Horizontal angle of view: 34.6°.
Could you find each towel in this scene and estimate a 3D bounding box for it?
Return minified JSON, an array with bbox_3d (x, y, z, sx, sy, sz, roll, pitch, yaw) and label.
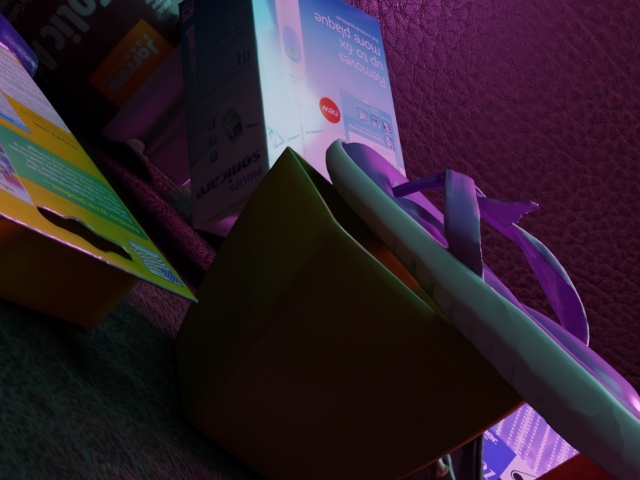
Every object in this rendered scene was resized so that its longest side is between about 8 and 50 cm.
[{"bbox_3d":[0.327,0.312,1.415,0.336,0.040,0.243,43,44,-10],"label":"towel"}]

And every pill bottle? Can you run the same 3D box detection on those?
[{"bbox_3d":[-0.255,-0.263,1.252,0.392,0.224,0.224,42,7,-12],"label":"pill bottle"}]

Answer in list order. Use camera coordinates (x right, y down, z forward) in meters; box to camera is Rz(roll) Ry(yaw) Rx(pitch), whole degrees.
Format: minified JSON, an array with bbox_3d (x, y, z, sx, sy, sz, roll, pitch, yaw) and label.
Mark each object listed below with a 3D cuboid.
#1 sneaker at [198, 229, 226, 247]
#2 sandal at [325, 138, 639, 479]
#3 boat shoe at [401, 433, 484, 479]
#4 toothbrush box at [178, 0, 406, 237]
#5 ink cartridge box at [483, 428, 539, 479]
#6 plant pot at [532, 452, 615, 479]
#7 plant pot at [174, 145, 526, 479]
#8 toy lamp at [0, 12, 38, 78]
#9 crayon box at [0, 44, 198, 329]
[{"bbox_3d":[-0.048,0.018,1.337,0.226,0.086,0.163,44,10,7],"label":"sneaker"},{"bbox_3d":[0.140,0.023,0.771,0.169,0.102,0.416,38,9,-41],"label":"sandal"},{"bbox_3d":[0.116,0.141,0.978,0.113,0.105,0.306,44,33,-18],"label":"boat shoe"},{"bbox_3d":[-0.030,-0.137,1.133,0.216,0.126,0.295,20,54,-41],"label":"toothbrush box"},{"bbox_3d":[0.217,0.297,1.240,0.207,0.046,0.097,45,30,12],"label":"ink cartridge box"},{"bbox_3d":[0.303,0.325,0.942,0.267,0.267,0.235,33,26,-58],"label":"plant pot"},{"bbox_3d":[0.000,0.083,0.818,0.212,0.187,0.212,42,7,-22],"label":"plant pot"},{"bbox_3d":[-0.378,-0.225,0.935,0.275,0.080,0.080,39,9,-41],"label":"toy lamp"},{"bbox_3d":[-0.244,-0.061,0.708,0.323,0.083,0.203,48,8,33],"label":"crayon box"}]
